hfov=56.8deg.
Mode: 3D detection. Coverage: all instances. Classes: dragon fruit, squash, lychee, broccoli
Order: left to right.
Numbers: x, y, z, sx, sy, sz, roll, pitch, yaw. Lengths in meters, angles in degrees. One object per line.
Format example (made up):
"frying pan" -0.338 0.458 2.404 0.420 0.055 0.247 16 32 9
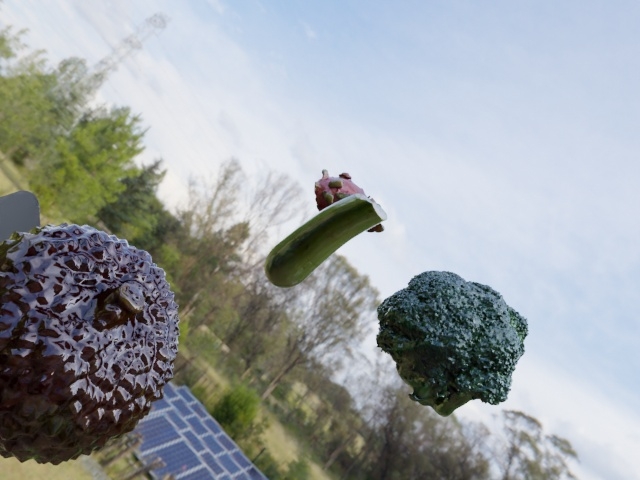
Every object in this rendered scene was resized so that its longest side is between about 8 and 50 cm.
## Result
"lychee" -0.269 0.107 0.601 0.235 0.271 0.236 32 37 -28
"squash" 0.000 0.000 1.029 0.083 0.250 0.083 43 24 -25
"dragon fruit" 0.065 -0.077 1.413 0.207 0.133 0.150 31 -33 -13
"broccoli" 0.216 0.174 1.020 0.295 0.265 0.245 -119 -150 -46

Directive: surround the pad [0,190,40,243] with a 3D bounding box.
"pad" -0.578 0.087 1.037 0.063 0.315 0.376 24 -60 21
